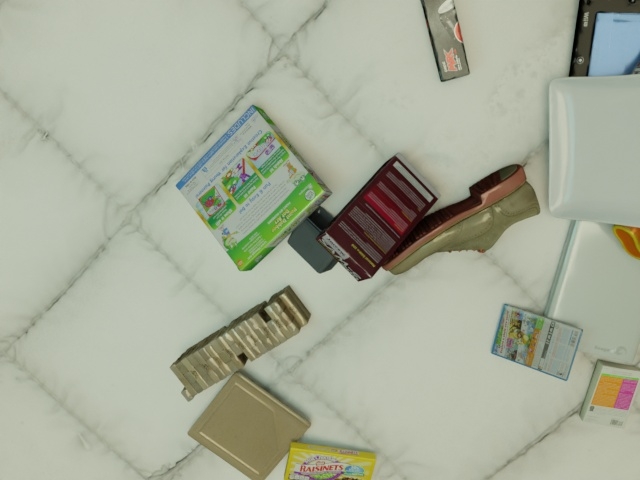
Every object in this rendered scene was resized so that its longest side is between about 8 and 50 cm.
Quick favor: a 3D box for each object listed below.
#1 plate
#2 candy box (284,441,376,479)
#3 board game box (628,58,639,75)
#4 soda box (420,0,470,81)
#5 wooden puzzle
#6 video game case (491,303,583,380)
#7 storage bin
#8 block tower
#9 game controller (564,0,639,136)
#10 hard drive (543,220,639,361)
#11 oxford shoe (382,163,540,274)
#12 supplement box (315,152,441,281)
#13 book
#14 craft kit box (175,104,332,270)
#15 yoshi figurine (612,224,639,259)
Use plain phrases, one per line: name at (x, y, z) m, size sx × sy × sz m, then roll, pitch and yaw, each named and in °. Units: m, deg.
plate at (0.554, -0.165, 1.155) m, size 0.278 × 0.045 × 0.277 m, roll 12°, pitch 114°, yaw 49°
candy box at (0.022, 0.539, 1.494) m, size 0.206 × 0.027 × 0.105 m, roll 9°, pitch 111°, yaw -4°
board game box at (0.690, -0.342, 1.157) m, size 0.165 × 0.042 × 0.243 m, roll 31°, pitch 96°, yaw -20°
soda box at (0.245, -0.400, 1.231) m, size 0.060 × 0.053 × 0.169 m, roll -15°, pitch 103°, yaw 10°
wooden puzzle at (-0.171, 0.448, 1.509) m, size 0.221 × 0.044 × 0.238 m, roll 37°, pitch 110°, yaw -4°
video game case at (0.463, 0.218, 1.352) m, size 0.166 × 0.015 × 0.119 m, roll 18°, pitch 108°, yaw 26°
storage bin at (0.000, 0.000, 1.344) m, size 0.135 × 0.098 × 0.091 m, roll 45°, pitch 119°, yaw 17°
block tower at (-0.188, 0.233, 1.427) m, size 0.335 × 0.091 × 0.097 m, roll -35°, pitch 97°, yaw 13°
game controller at (0.567, -0.342, 1.202) m, size 0.166 × 0.067 × 0.319 m, roll 4°, pitch 104°, yaw 6°
hard drive at (0.600, 0.092, 1.325) m, size 0.203 × 0.040 × 0.307 m, roll 12°, pitch 105°, yaw 4°
oxford shoe at (0.289, -0.010, 1.294) m, size 0.348 × 0.123 × 0.130 m, roll -33°, pitch 104°, yaw 14°
supplement box at (0.118, -0.047, 1.266) m, size 0.130 × 0.073 × 0.239 m, roll 45°, pitch 69°, yaw -5°
book at (0.643, 0.341, 1.389) m, size 0.096 × 0.035 × 0.144 m, roll 11°, pitch 106°, yaw 1°
craft kit box at (-0.143, -0.107, 1.311) m, size 0.250 × 0.061 × 0.246 m, roll -42°, pitch 73°, yaw 15°
yoshi figurine at (0.734, -0.111, 1.172) m, size 0.362 × 0.203 × 0.203 m, roll -39°, pitch 79°, yaw -3°
